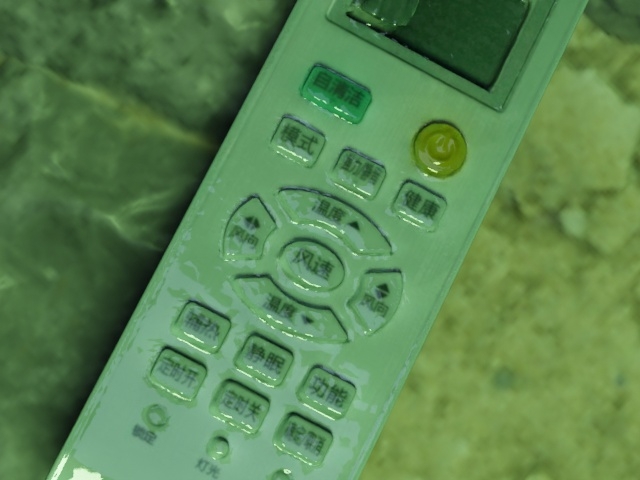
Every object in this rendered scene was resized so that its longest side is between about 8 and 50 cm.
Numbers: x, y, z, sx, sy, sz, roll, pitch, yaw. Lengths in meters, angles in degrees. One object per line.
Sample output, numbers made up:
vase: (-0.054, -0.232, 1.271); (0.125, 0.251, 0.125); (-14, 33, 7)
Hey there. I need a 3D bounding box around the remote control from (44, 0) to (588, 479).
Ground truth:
remote control: (0.000, 0.000, 0.766); (0.103, 0.051, 0.293); (28, 78, -4)
